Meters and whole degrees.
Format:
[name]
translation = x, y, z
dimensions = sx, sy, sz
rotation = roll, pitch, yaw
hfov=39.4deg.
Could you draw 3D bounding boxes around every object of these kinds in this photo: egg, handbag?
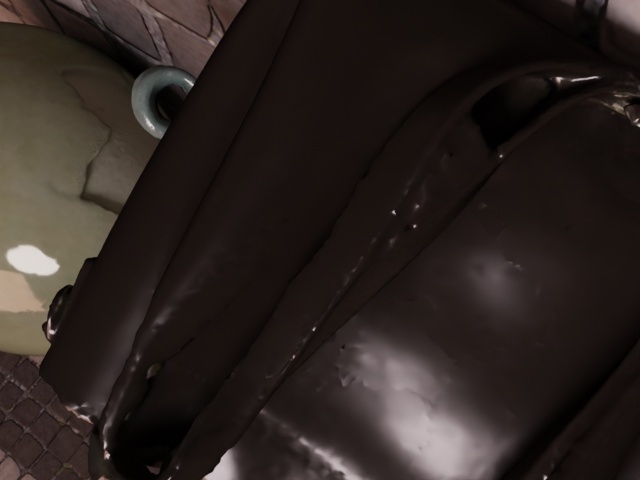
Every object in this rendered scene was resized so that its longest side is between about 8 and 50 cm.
[egg]
translation = -0.247, -0.038, 0.778
dimensions = 0.336, 0.278, 0.278
rotation = 34, 165, 27
[handbag]
translation = 0.047, 0.041, 0.371
dimensions = 0.285, 0.257, 0.113
rotation = 36, -176, 2

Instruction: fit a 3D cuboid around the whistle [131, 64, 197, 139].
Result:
[whistle]
translation = 0.000, 0.000, 0.547
dimensions = 0.289, 0.163, 0.163
rotation = 43, 165, -16
